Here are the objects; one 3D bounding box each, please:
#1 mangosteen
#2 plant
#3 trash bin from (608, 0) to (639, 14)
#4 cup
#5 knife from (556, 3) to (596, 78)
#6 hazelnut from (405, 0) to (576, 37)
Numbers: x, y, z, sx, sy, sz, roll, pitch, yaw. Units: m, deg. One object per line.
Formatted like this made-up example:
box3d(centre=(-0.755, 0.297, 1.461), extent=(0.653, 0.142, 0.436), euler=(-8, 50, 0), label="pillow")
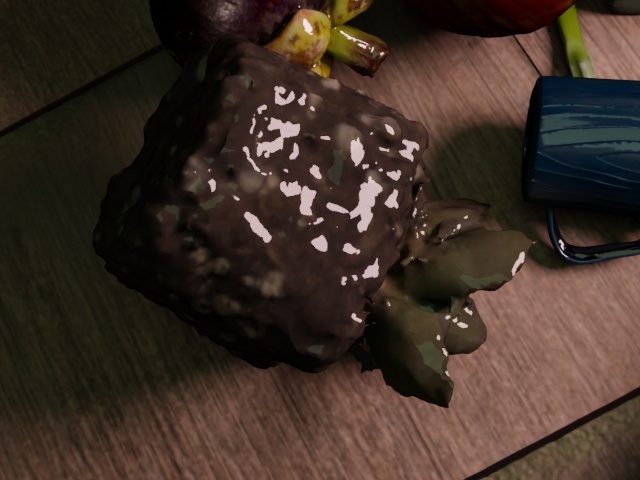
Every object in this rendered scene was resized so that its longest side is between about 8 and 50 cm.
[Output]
box3d(centre=(-0.035, -0.211, 0.798), extent=(0.217, 0.192, 0.192), euler=(27, 78, -3), label="mangosteen")
box3d(centre=(0.000, 0.000, 0.730), extent=(0.312, 0.213, 0.215), euler=(29, 77, -26), label="plant")
box3d(centre=(0.353, -0.389, 0.827), extent=(0.222, 0.158, 0.344), euler=(0, 75, 4), label="trash bin")
box3d(centre=(0.239, -0.061, 0.768), extent=(0.138, 0.113, 0.150), euler=(6, 73, 8), label="cup")
box3d(centre=(0.228, -0.187, 0.849), extent=(0.022, 0.026, 0.184), euler=(-8, 71, -1), label="knife")
box3d(centre=(0.133, -0.284, 0.789), extent=(0.217, 0.218, 0.234), euler=(0, 44, 4), label="hazelnut")
